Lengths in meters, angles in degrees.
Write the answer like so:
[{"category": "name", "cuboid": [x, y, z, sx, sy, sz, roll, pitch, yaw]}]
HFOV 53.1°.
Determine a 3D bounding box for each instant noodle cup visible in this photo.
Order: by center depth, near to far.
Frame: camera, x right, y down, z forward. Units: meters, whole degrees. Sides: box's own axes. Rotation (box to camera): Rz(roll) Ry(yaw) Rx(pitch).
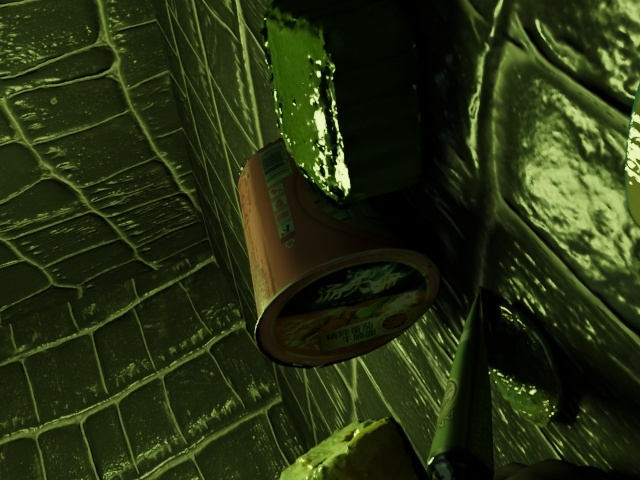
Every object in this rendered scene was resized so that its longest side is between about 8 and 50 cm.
[{"category": "instant noodle cup", "cuboid": [0.000, 0.000, 0.837, 0.244, 0.244, 0.255, 88, 165, -50]}]

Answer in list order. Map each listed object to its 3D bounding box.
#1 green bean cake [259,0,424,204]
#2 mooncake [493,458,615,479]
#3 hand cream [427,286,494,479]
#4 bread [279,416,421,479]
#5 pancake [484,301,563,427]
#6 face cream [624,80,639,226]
[{"category": "green bean cake", "cuboid": [0.019, -0.162, 0.704, 0.200, 0.113, 0.214, 46, 152, 53]}, {"category": "mooncake", "cuboid": [0.215, 0.383, 0.561, 0.350, 0.212, 0.381, -146, 42, -64]}, {"category": "hand cream", "cuboid": [0.138, 0.146, 0.612, 0.235, 0.055, 0.086, -66, -18, -55]}, {"category": "bread", "cuboid": [0.040, 0.514, 1.267, 0.239, 0.264, 0.395, 62, 163, 9]}, {"category": "pancake", "cuboid": [0.200, 0.129, 0.642, 0.129, 0.022, 0.116, 96, 149, -59]}, {"category": "face cream", "cuboid": [0.241, 0.013, 0.260, 0.285, 0.067, 0.139, 55, 159, 40]}]
